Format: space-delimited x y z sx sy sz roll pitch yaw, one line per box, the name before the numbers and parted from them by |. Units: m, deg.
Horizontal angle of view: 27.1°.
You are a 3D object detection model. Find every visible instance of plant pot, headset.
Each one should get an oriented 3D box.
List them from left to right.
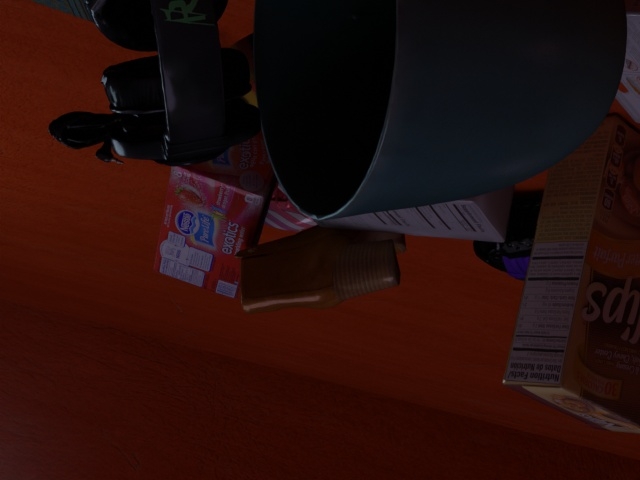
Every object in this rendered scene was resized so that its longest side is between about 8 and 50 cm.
headset | -0.158 -0.167 1.141 0.185 0.243 0.394 -11 168 -8
plant pot | 0.103 -0.165 1.087 0.235 0.293 0.293 -2 170 -23

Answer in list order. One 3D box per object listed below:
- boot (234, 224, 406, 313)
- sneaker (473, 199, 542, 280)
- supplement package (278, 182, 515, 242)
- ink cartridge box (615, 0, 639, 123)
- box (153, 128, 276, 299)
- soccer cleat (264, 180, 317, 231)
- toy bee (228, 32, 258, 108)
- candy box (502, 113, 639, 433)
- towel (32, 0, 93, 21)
boot | 0.000 0.001 1.720 0.211 0.104 0.295 -8 -158 10
sneaker | 0.284 -0.006 1.749 0.146 0.102 0.293 18 163 -10
supplement package | 0.098 -0.091 1.561 0.244 0.139 0.134 5 162 26
ink cartridge box | 0.334 -0.169 1.229 0.181 0.056 0.225 42 171 -28
box | -0.136 -0.050 1.779 0.128 0.122 0.257 19 144 0
soccer cleat | -0.086 -0.069 1.895 0.248 0.083 0.095 6 157 32
toy bee | 0.034 -0.195 1.301 0.195 0.298 0.162 44 139 17
candy box | 0.321 0.041 1.497 0.183 0.316 0.087 27 160 -39
towel | -0.344 -0.318 1.282 0.370 0.040 0.271 19 164 6
